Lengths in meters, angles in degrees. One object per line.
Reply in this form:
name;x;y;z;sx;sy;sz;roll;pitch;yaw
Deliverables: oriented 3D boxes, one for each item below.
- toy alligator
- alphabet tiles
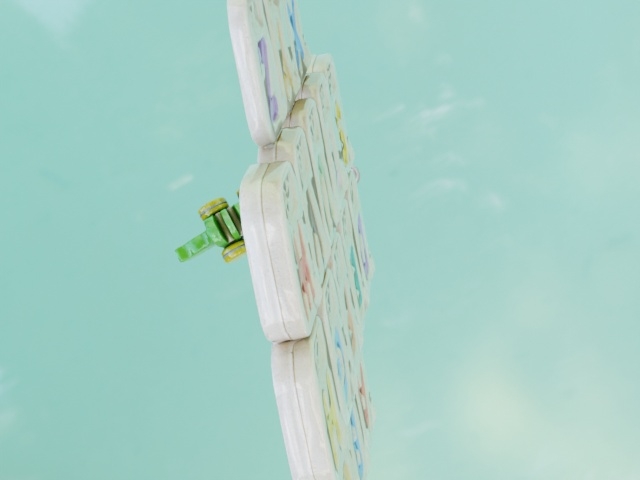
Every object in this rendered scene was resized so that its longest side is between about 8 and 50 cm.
toy alligator;-0.045;-0.031;1.362;0.056;0.189;0.051;62;169;7
alphabet tiles;0.000;0.000;0.737;0.021;0.284;0.278;-8;108;8
